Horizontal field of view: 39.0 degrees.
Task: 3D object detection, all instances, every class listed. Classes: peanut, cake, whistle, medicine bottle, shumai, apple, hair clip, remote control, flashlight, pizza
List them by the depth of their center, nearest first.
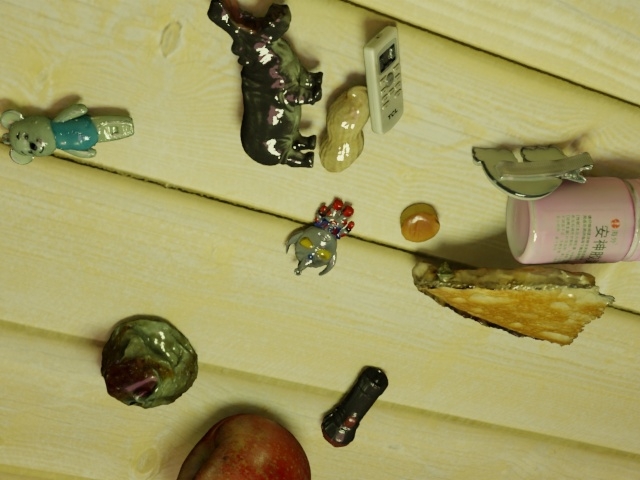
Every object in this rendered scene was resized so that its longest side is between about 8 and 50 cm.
[{"bbox_3d":[0.115,-0.283,1.626,0.029,0.087,0.190,20,138,29],"label":"remote control"},{"bbox_3d":[-0.458,-0.193,1.641,0.236,0.077,0.113,-6,124,-4],"label":"whistle"},{"bbox_3d":[0.048,-0.208,1.685,0.082,0.082,0.187,5,128,-10],"label":"peanut"},{"bbox_3d":[0.410,-0.138,1.745,0.220,0.140,0.054,-4,141,-4],"label":"hair clip"},{"bbox_3d":[0.535,-0.040,1.818,0.291,0.178,0.178,0,131,-7],"label":"medicine bottle"},{"bbox_3d":[0.206,-0.035,1.873,0.084,0.044,0.084,-2,131,-2],"label":"cake"},{"bbox_3d":[0.384,0.120,1.924,0.392,0.080,0.435,11,160,6],"label":"pizza"},{"bbox_3d":[-0.390,0.322,2.013,0.222,0.203,0.271,-16,134,8],"label":"shumai"},{"bbox_3d":[-0.187,0.591,2.178,0.277,0.348,0.348,40,118,-14],"label":"apple"},{"bbox_3d":[0.086,0.408,2.213,0.093,0.093,0.232,18,126,-21],"label":"flashlight"}]

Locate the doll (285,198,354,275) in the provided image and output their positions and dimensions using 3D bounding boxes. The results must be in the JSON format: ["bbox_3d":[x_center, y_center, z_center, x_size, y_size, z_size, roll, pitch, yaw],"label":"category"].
[{"bbox_3d":[0.001,0.001,1.870,0.104,0.062,0.194,24,117,-25],"label":"doll"}]

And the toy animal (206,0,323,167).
[{"bbox_3d":[-0.082,-0.286,1.588,0.169,0.106,0.343,-6,125,8],"label":"toy animal"}]
